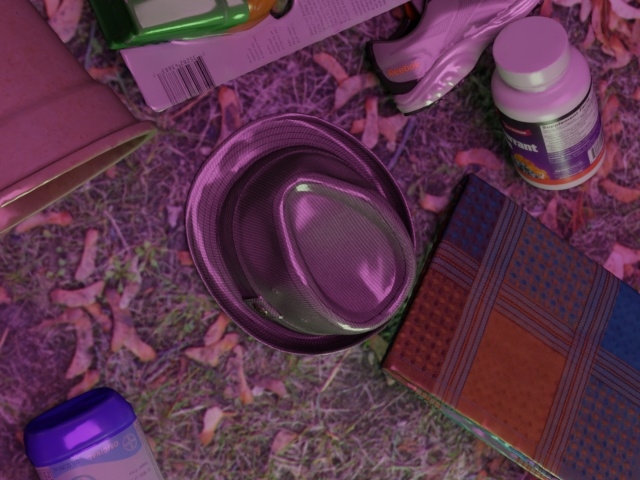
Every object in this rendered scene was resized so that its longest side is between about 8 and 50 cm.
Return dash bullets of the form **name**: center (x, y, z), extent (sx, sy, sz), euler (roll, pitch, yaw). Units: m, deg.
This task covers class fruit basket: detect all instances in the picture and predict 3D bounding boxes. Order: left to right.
- **fruit basket**: center (-0.092, -0.341, 1.415), extent (0.353, 0.165, 0.327), euler (-29, 101, -30)

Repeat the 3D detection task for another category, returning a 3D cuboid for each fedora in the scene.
- **fedora**: center (0.000, 0.000, 1.482), extent (0.244, 0.124, 0.275), euler (-39, 107, -14)

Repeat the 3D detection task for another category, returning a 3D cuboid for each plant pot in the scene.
- **plant pot**: center (-0.368, -0.144, 1.250), extent (0.334, 0.334, 0.305), euler (-32, 94, -15)

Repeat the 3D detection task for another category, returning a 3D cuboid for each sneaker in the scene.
- **sneaker**: center (0.163, -0.260, 1.536), extent (0.271, 0.100, 0.108), euler (-45, 103, -11)

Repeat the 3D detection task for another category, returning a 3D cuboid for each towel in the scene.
- **towel**: center (0.258, 0.128, 1.605), extent (0.370, 0.040, 0.271), euler (34, 65, -19)

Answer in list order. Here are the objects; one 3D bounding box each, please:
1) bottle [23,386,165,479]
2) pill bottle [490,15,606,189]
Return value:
- **bottle**: center (-0.205, 0.297, 1.448), extent (0.118, 0.092, 0.282), euler (-25, 103, -18)
- **pill bottle**: center (0.246, -0.151, 1.525), extent (0.108, 0.108, 0.193), euler (-43, 142, -12)
